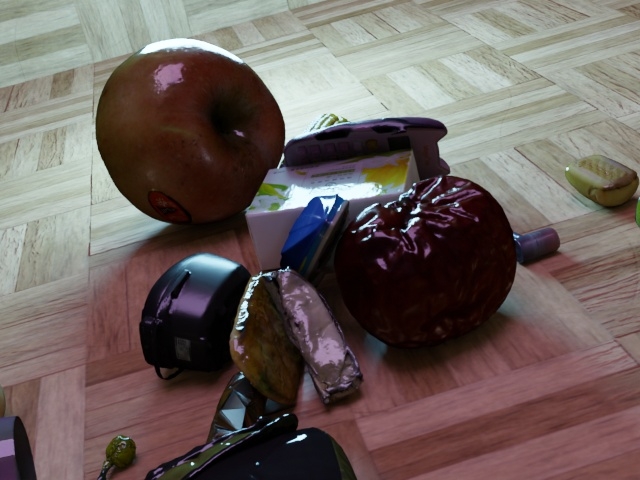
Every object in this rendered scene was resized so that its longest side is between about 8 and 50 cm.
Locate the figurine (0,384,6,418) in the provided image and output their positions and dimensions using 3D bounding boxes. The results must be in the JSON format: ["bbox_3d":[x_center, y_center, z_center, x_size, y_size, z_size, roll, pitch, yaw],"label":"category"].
[{"bbox_3d":[-0.516,0.242,1.338,0.196,0.108,0.114,-32,15,3],"label":"figurine"}]

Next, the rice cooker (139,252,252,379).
[{"bbox_3d":[-0.166,0.102,1.380,0.118,0.142,0.203,11,36,21],"label":"rice cooker"}]

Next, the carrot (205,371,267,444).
[{"bbox_3d":[-0.098,0.228,1.174,0.069,0.069,0.228,-10,23,8],"label":"carrot"}]

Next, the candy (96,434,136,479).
[{"bbox_3d":[-0.257,0.280,1.186,0.035,0.035,0.123,14,41,16],"label":"candy"}]

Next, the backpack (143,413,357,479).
[{"bbox_3d":[-0.082,0.278,0.962,0.253,0.140,0.207,-17,23,-3],"label":"backpack"}]

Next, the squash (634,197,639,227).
[{"bbox_3d":[0.487,0.004,1.311,0.095,0.095,0.188,-12,30,3],"label":"squash"}]

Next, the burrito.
[{"bbox_3d":[-0.013,0.114,1.292,0.058,0.063,0.229,8,37,-36],"label":"burrito"}]

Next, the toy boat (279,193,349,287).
[{"bbox_3d":[0.000,0.000,1.392,0.129,0.088,0.295,-62,-1,-9],"label":"toy boat"}]

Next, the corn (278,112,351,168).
[{"bbox_3d":[-0.008,-0.169,1.923,0.097,0.097,0.261,-1,31,27],"label":"corn"}]

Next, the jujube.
[{"bbox_3d":[0.135,0.031,1.315,0.232,0.213,0.213,-22,26,-28],"label":"jujube"}]

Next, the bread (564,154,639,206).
[{"bbox_3d":[0.438,-0.089,1.562,0.082,0.056,0.115,-25,33,-21],"label":"bread"}]

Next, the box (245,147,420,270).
[{"bbox_3d":[0.029,-0.053,1.640,0.260,0.111,0.194,-6,26,12],"label":"box"}]

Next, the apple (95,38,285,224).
[{"bbox_3d":[-0.249,-0.187,1.818,0.305,0.338,0.338,-13,19,43],"label":"apple"}]

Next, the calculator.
[{"bbox_3d":[0.074,-0.147,1.736,0.294,0.194,0.043,-6,64,7],"label":"calculator"}]

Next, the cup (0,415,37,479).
[{"bbox_3d":[-0.470,0.290,1.107,0.288,0.203,0.203,-11,24,-10],"label":"cup"}]

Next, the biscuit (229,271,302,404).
[{"bbox_3d":[-0.066,0.125,1.310,0.029,0.118,0.247,-33,17,17],"label":"biscuit"}]

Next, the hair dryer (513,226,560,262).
[{"bbox_3d":[0.299,-0.003,1.486,0.063,0.037,0.114,-18,18,-14],"label":"hair dryer"}]
